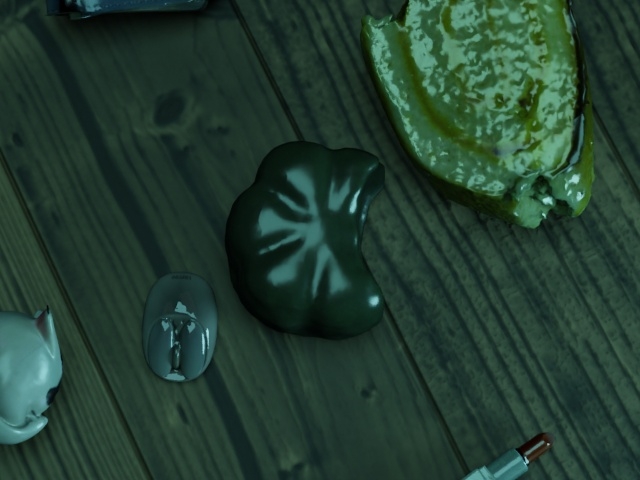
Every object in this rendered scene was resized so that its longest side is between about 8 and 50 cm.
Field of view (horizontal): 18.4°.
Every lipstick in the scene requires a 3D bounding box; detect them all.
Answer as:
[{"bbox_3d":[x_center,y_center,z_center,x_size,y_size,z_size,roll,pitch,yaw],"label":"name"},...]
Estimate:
[{"bbox_3d":[0.149,0.203,1.692,0.129,0.030,0.030,-36,79,-8],"label":"lipstick"}]

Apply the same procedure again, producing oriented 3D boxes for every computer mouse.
[{"bbox_3d":[-0.123,0.074,1.717,0.066,0.039,0.096,5,77,1],"label":"computer mouse"}]

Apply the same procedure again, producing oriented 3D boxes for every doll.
[{"bbox_3d":[-0.295,0.131,1.667,0.181,0.110,0.107,-29,101,-12],"label":"doll"}]

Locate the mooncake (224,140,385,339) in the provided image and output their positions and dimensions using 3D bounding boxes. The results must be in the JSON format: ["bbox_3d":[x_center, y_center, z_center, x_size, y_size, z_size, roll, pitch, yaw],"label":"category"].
[{"bbox_3d":[0.000,0.000,1.706,0.168,0.104,0.175,-30,82,-13],"label":"mooncake"}]

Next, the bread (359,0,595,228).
[{"bbox_3d":[0.146,-0.129,1.729,0.186,0.124,0.257,-19,78,2],"label":"bread"}]

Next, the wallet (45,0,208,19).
[{"bbox_3d":[-0.175,-0.315,1.768,0.170,0.069,0.231,-6,90,-22],"label":"wallet"}]
